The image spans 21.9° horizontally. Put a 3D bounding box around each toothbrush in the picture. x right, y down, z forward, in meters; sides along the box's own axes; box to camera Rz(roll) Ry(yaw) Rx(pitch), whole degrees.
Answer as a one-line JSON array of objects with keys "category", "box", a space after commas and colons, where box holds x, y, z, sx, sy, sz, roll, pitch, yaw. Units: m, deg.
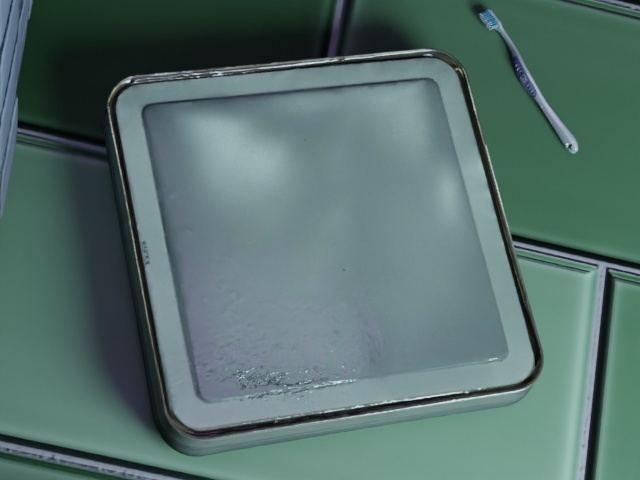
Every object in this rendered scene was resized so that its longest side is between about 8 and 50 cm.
[{"category": "toothbrush", "box": [0.156, -0.120, 1.236, 0.013, 0.011, 0.131, -22, 72, -32]}]

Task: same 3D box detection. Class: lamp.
[{"category": "lamp", "box": [0.000, 0.000, 1.136, 0.267, 0.047, 0.269, -7, 69, -13]}]

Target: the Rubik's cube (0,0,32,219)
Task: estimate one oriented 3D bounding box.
[{"category": "Rubik's cube", "box": [-0.339, -0.158, 0.973, 0.345, 0.344, 0.337, 8, 66, -8]}]
